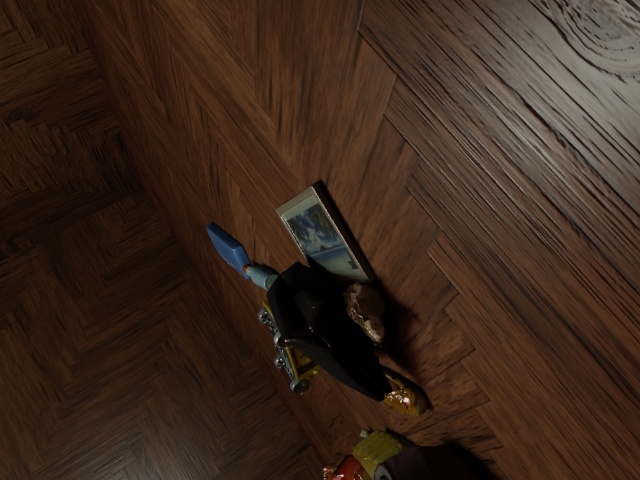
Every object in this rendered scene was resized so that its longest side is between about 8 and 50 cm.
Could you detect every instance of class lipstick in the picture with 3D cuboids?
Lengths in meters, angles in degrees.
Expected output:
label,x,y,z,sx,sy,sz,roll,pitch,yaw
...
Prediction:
label,x,y,z,sx,sy,sz,roll,pitch,yaw
lipstick,-0.209,0.116,1.926,0.274,0.061,0.068,18,138,63

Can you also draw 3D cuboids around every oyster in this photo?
label,x,y,z,sx,sy,sz,roll,pitch,yaw
oyster,0.105,0.156,1.156,0.163,0.081,0.191,58,-173,-26

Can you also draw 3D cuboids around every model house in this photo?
label,x,y,z,sx,sy,sz,roll,pitch,yaw
model house,0.165,0.642,1.814,0.083,0.057,0.058,11,159,41

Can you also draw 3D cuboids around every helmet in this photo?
label,x,y,z,sx,sy,sz,roll,pitch,yaw
helmet,0.271,0.585,1.209,0.338,0.197,0.271,51,154,23

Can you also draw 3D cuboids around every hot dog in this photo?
label,x,y,z,sx,sy,sz,roll,pitch,yaw
hot dog,0.156,0.350,1.364,0.087,0.061,0.286,51,165,-14

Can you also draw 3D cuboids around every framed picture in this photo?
label,x,y,z,sx,sy,sz,roll,pitch,yaw
framed picture,0.000,0.000,1.271,0.231,0.024,0.315,59,163,-3

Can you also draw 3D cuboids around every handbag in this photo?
label,x,y,z,sx,sy,sz,roll,pitch,yaw
handbag,0.030,0.211,1.287,0.288,0.152,0.342,47,-178,-20

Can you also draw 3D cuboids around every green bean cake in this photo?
label,x,y,z,sx,sy,sz,roll,pitch,yaw
green bean cake,0.216,0.655,1.579,0.236,0.124,0.233,59,161,-2

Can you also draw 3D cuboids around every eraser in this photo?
label,x,y,z,sx,sy,sz,roll,pitch,yaw
eraser,-0.352,0.036,2.197,0.312,0.043,0.144,31,147,54

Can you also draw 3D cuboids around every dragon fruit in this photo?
label,x,y,z,sx,sy,sz,roll,pitch,yaw
dragon fruit,0.155,0.804,1.823,0.315,0.250,0.250,-11,109,56

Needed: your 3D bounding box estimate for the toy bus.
label,x,y,z,sx,sy,sz,roll,pitch,yaw
toy bus,-0.074,0.317,1.757,0.144,0.152,0.330,46,156,47
